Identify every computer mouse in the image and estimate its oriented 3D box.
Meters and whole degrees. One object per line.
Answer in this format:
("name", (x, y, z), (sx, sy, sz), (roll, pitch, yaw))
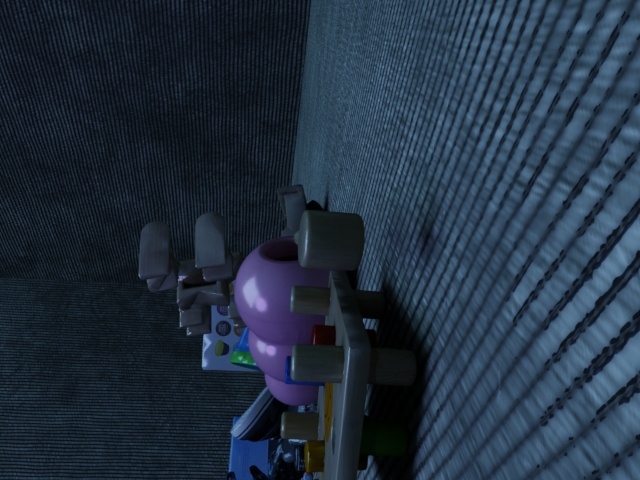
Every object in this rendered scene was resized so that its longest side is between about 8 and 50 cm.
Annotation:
("computer mouse", (0.000, 0.000, 1.424), (0.071, 0.041, 0.242), (79, -177, -61))

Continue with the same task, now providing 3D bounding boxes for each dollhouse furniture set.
("dollhouse furniture set", (-0.214, 0.036, 1.448), (0.362, 0.394, 0.257), (77, -176, -58))

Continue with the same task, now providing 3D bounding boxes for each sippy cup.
("sippy cup", (-0.126, 0.272, 1.656), (0.240, 0.305, 0.224), (32, -115, -49))

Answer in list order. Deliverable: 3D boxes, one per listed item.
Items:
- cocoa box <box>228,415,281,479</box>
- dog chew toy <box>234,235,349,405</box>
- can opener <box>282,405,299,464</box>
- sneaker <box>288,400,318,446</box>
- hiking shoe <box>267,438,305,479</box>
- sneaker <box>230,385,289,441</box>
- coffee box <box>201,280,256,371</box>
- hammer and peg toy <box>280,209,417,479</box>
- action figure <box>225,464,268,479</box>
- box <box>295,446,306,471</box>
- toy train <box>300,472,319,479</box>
("cocoa box", (-0.210, 0.829, 2.001), (0.231, 0.227, 0.347), (101, 170, -50))
("dog chew toy", (-0.047, 0.164, 1.043), (0.207, 0.206, 0.332), (-100, 7, -65))
("can opener", (-0.053, 0.410, 1.372), (0.093, 0.074, 0.280), (-37, 32, 30))
("sneaker", (-0.022, 0.357, 1.194), (0.229, 0.086, 0.132), (117, 158, -77))
("hiking shoe", (-0.105, 0.610, 1.538), (0.132, 0.113, 0.304), (-126, 35, -45))
("sneaker", (-0.118, 0.446, 1.455), (0.126, 0.127, 0.321), (-46, -6, 13))
("coffee box", (-0.229, 0.266, 1.985), (0.338, 0.334, 0.338), (152, 122, -83))
("hammer and peg toy", (0.026, 0.135, 0.662), (0.266, 0.127, 0.361), (-105, 19, -77))
("action figure", (-0.201, 0.723, 1.526), (0.276, 0.164, 0.141), (96, 159, -45))
("box", (-0.021, 0.465, 1.208), (0.083, 0.062, 0.052), (109, 161, -67))
("toy train", (-0.029, 0.601, 1.313), (0.166, 0.046, 0.125), (107, 167, -53))
